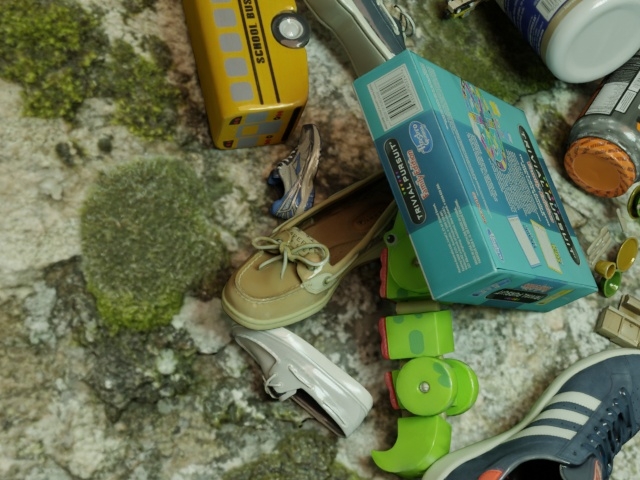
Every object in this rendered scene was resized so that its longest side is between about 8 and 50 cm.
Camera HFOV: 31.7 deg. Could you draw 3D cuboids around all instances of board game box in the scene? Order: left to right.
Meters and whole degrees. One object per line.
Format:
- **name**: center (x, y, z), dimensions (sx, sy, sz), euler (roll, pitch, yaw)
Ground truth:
- **board game box**: center (0.185, -0.053, 1.278), dimensions (0.336, 0.079, 0.254), euler (11, 56, -59)

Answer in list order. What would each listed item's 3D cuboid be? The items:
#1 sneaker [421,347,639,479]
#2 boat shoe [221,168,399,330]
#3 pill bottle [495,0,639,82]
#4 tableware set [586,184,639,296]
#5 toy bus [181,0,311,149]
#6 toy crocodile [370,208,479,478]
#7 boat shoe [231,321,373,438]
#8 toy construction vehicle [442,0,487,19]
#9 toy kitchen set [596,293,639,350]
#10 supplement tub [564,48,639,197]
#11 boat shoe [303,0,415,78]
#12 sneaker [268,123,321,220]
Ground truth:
- **sneaker**: center (0.282, 0.242, 1.234), dimensions (0.350, 0.148, 0.131), euler (-31, 113, -22)
- **boat shoe**: center (0.000, 0.000, 1.286), dimensions (0.104, 0.089, 0.285), euler (36, 51, 23)
- **pill bottle**: center (0.304, -0.344, 1.473), dimensions (0.153, 0.153, 0.265), euler (-14, 55, -20)
- **tableware set**: center (0.394, -0.005, 1.418), dimensions (0.024, 0.104, 0.154), euler (25, 67, 41)
- **toy bus**: center (-0.098, -0.286, 1.393), dimensions (0.130, 0.108, 0.333), euler (-9, 71, -16)
- **toy crocodile**: center (0.111, 0.097, 1.276), dimensions (0.105, 0.115, 0.341), euler (-5, 81, 23)
- **boat shoe**: center (-0.030, 0.154, 1.261), dimensions (0.184, 0.066, 0.063), euler (38, 63, -8)
- **toy construction vehicle**: center (0.174, -0.339, 1.533), dimensions (0.098, 0.035, 0.086), euler (-32, 69, -27)
- **toy kitchen set**: center (0.401, 0.093, 1.389), dimensions (0.083, 0.075, 0.068), euler (28, 63, -7)
- **supplement tub**: center (0.400, -0.153, 1.467), dimensions (0.117, 0.117, 0.190), euler (36, 64, 1)
- **boat shoe**: center (0.067, -0.259, 1.417), dimensions (0.079, 0.095, 0.254), euler (-42, 97, -26)
- **sneaker**: center (-0.032, -0.085, 1.361), dimensions (0.058, 0.052, 0.135), euler (10, 65, -5)
